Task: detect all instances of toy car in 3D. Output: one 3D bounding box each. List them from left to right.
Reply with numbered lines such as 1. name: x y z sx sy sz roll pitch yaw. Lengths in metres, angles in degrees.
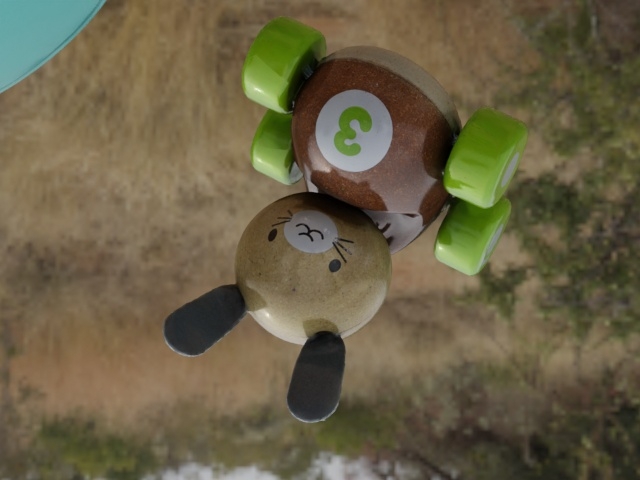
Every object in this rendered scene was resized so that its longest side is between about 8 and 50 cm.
1. toy car: 0.000 0.000 0.704 0.155 0.188 0.149 26 154 15

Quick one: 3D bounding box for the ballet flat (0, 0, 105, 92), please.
1. ballet flat: -0.163 -0.065 0.463 0.203 0.074 0.074 -38 160 15
